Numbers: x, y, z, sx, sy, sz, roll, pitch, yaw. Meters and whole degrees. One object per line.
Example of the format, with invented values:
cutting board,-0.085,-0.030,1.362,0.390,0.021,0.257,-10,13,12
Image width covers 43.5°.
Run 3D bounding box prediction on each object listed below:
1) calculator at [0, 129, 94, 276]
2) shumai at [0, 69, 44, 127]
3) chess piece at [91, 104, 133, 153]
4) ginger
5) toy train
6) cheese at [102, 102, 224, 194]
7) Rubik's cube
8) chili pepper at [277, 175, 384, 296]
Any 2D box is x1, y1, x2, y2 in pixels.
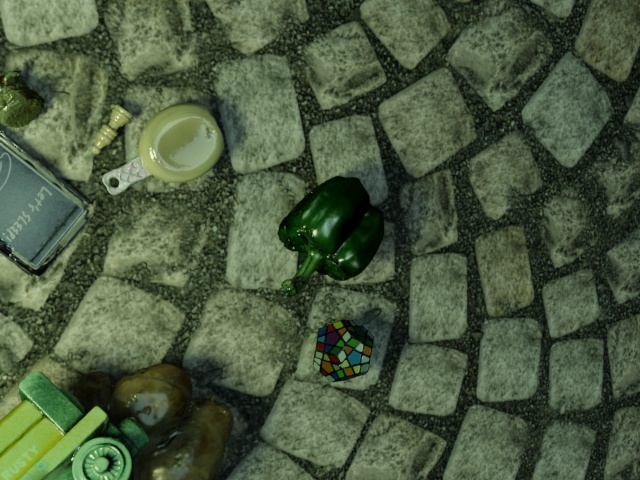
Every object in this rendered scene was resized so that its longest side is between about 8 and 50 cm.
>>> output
calculator,-0.534,-0.077,1.353,0.274,0.028,0.165,43,76,-24
shumai,-0.513,-0.237,1.331,0.080,0.082,0.083,43,61,16
chess piece,-0.370,-0.191,1.406,0.035,0.035,0.092,38,85,-23
ginger,-0.299,0.336,1.450,0.245,0.155,0.304,-36,101,-8
toy train,-0.464,0.391,1.243,0.253,0.160,0.397,40,61,10
cheese,-0.283,-0.153,1.431,0.227,0.064,0.137,-33,106,-15
Rubik's cube,0.045,0.219,1.592,0.133,0.112,0.133,-4,99,-24
chili pepper,0.000,0.000,1.518,0.261,0.165,0.173,-49,130,-14
